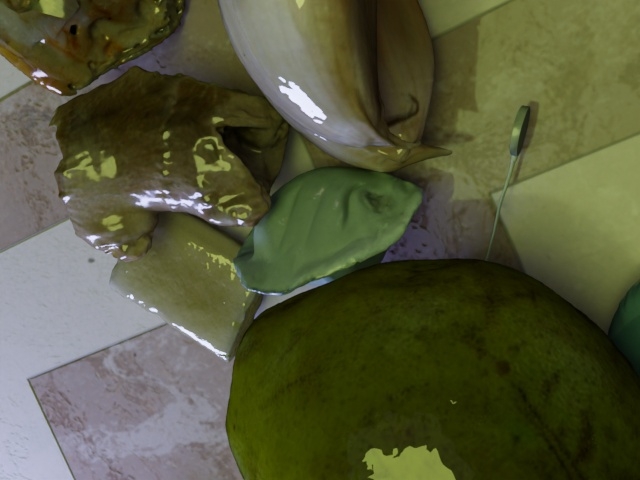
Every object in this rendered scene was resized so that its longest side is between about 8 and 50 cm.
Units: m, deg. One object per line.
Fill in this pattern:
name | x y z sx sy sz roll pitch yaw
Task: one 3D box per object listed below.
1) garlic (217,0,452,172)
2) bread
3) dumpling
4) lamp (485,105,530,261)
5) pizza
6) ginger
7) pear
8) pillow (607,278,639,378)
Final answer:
garlic | 0.015 -0.215 0.863 0.249 0.286 0.313 -1 104 -19
bread | -0.146 0.038 1.085 0.178 0.060 0.140 31 111 12
dumpling | 0.009 0.002 0.977 0.219 0.108 0.153 -16 57 33
lamp | 0.167 -0.041 0.947 0.056 0.050 0.198 17 109 19
pizza | -0.219 -0.282 0.985 0.297 0.071 0.189 -38 115 -5
ginger | -0.165 -0.078 1.001 0.275 0.130 0.221 23 88 23
pear | 0.111 0.192 0.876 0.413 0.352 0.352 14 108 14
pillow | 0.386 0.115 0.881 0.233 0.086 0.214 -13 103 26
